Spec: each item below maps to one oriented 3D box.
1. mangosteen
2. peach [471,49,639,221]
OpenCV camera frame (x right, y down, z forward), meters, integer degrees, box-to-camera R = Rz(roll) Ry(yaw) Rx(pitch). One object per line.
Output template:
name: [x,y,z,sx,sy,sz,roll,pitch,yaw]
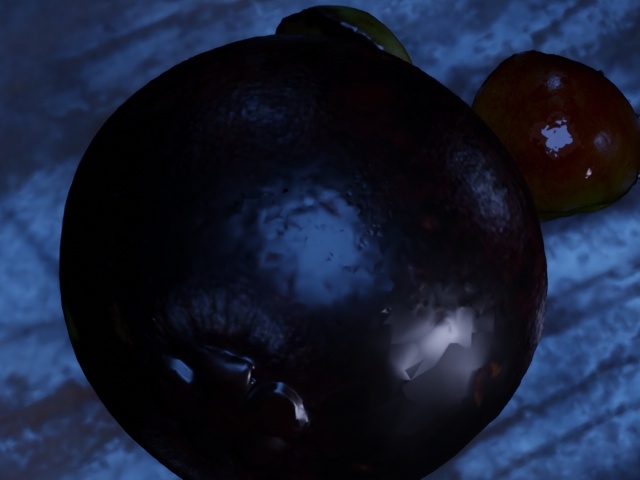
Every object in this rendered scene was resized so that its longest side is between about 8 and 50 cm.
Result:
mangosteen: [0.000,0.000,0.740,0.228,0.228,0.265,26,39,4]
peach: [0.123,-0.058,0.811,0.098,0.061,0.098,0,85,5]
